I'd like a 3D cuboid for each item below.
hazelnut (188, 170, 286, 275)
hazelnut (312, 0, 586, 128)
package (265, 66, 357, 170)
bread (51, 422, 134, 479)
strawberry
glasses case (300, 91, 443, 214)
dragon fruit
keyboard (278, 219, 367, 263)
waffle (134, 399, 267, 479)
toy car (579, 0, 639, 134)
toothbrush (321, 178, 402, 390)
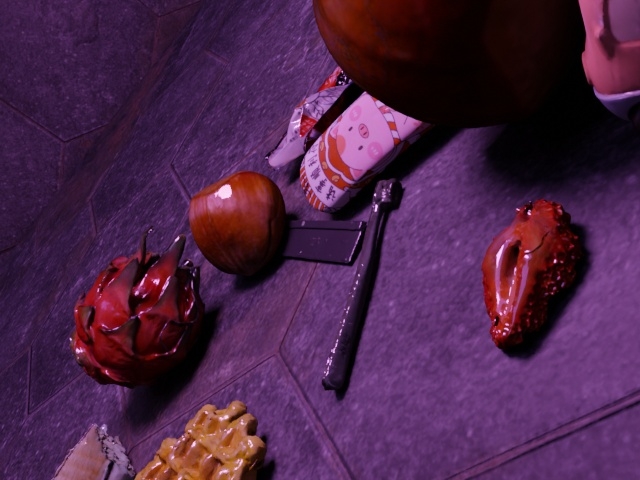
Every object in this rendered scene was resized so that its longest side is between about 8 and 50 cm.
[{"bbox_3d":[-0.124,-0.024,1.158,0.150,0.150,0.150,-39,30,28],"label":"hazelnut"},{"bbox_3d":[0.174,-0.315,0.797,0.409,0.359,0.359,-44,27,6],"label":"hazelnut"},{"bbox_3d":[0.012,-0.225,1.267,0.194,0.071,0.269,-10,36,51],"label":"package"},{"bbox_3d":[-0.342,0.353,1.139,0.232,0.064,0.172,-33,32,32],"label":"bread"},{"bbox_3d":[0.182,0.025,0.702,0.104,0.048,0.152,-23,36,51],"label":"strawberry"},{"bbox_3d":[0.074,-0.139,1.021,0.266,0.067,0.103,-42,56,27],"label":"glasses case"},{"bbox_3d":[-0.268,0.108,1.176,0.274,0.193,0.192,-48,-2,11],"label":"dragon fruit"},{"bbox_3d":[0.000,0.000,1.062,0.195,0.018,0.060,4,68,60],"label":"keyboard"},{"bbox_3d":[-0.169,0.337,0.885,0.312,0.060,0.307,-46,28,18],"label":"waffle"},{"bbox_3d":[0.308,-0.205,0.566,0.270,0.212,0.180,-1,57,49],"label":"toy car"},{"bbox_3d":[0.050,0.043,0.913,0.030,0.030,0.297,-13,46,39],"label":"toothbrush"}]
